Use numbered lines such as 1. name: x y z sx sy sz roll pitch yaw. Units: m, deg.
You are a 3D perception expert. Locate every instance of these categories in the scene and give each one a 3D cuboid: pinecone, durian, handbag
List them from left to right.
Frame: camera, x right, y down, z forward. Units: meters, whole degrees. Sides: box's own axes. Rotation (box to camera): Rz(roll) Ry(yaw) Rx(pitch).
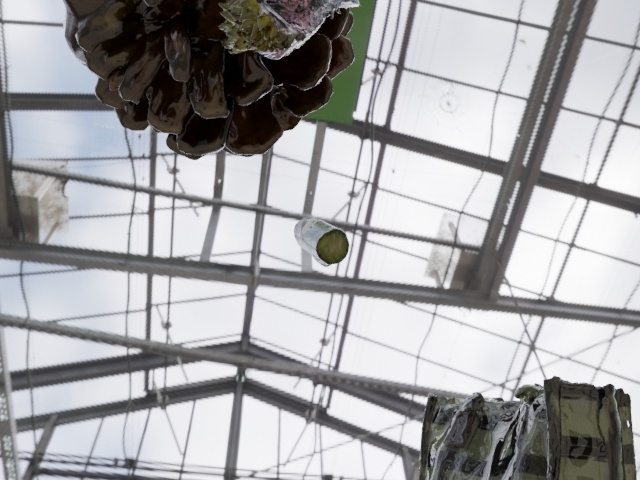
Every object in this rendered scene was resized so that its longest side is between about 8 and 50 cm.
1. pinecone: -0.140 -0.300 0.875 0.397 0.398 0.398 -1 -60 -1
2. durian: -0.057 -0.229 0.630 0.108 0.187 0.119 -20 -70 36
3. handbag: 0.234 0.347 0.820 0.162 0.327 0.325 12 -20 -21

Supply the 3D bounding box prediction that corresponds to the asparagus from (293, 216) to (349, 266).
1. asparagus: 0.002 -0.001 1.059 0.060 0.277 0.067 -18 -80 -7
